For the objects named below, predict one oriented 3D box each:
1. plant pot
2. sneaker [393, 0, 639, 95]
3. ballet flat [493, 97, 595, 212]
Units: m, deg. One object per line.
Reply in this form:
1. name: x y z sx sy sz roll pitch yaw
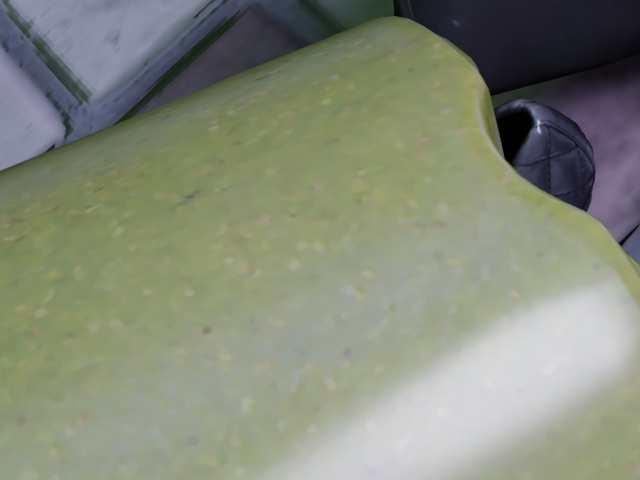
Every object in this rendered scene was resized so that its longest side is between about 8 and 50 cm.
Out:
1. plant pot: -0.046 0.086 0.425 0.254 0.276 0.276 -30 49 -6
2. sneaker: 0.156 -0.108 0.509 0.286 0.109 0.130 -28 56 2
3. ballet flat: 0.000 0.000 0.572 0.173 0.049 0.057 -24 50 13
